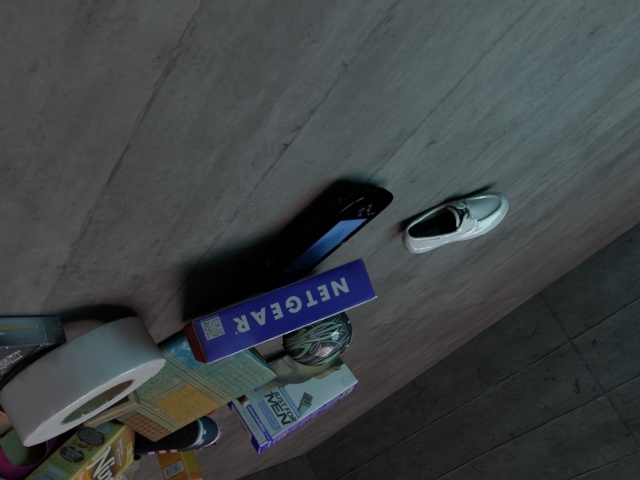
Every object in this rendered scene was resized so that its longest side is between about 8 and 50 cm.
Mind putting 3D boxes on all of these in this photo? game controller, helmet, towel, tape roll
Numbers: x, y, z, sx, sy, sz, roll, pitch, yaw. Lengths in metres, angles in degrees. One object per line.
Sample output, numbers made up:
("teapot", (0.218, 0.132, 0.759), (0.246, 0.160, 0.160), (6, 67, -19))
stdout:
("game controller", (0.000, 0.000, 1.232), (0.319, 0.067, 0.167), (-40, 154, 30))
("helmet", (-0.010, 0.236, 1.597), (0.170, 0.169, 0.161), (-18, 172, -20))
("towel", (-0.324, 0.333, 1.500), (0.370, 0.040, 0.271), (-30, 131, 9))
("tape roll", (-0.434, 0.259, 1.183), (0.286, 0.100, 0.286), (-34, 170, -7))

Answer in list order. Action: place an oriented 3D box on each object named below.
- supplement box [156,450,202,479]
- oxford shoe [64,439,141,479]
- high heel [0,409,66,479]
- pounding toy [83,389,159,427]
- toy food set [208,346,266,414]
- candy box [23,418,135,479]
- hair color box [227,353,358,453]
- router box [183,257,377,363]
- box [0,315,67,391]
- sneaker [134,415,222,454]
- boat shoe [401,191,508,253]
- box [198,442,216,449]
("supplement box", (-0.413, 0.574, 1.782), (0.080, 0.233, 0.078), (-27, 157, 8))
("oxford shoe", (-0.640, 0.589, 1.727), (0.130, 0.169, 0.449), (-65, 153, -15))
("high heel", (-0.641, 0.428, 1.365), (0.181, 0.127, 0.377), (-29, 157, 13))
("pounding toy", (-0.439, 0.328, 1.364), (0.141, 0.130, 0.100), (-22, 163, -12))
("toy food set", (-0.236, 0.388, 1.655), (0.232, 0.104, 0.111), (-37, 152, -20))
("candy box", (-0.573, 0.555, 1.508), (0.316, 0.088, 0.182), (-44, 153, -54))
("hair color box", (-0.084, 0.438, 1.847), (0.339, 0.185, 0.110), (-28, 158, -24))
("router box", (-0.093, 0.144, 1.268), (0.336, 0.082, 0.301), (-19, 176, -18))
("box", (-0.570, 0.209, 1.072), (0.231, 0.056, 0.183), (-40, 155, 28))
("sneaker", (-0.407, 0.519, 1.707), (0.319, 0.112, 0.131), (-7, 161, 32))
("boat shoe", (0.307, -0.045, 1.430), (0.258, 0.095, 0.084), (-27, 161, -3))
("box", (-0.415, 0.703, 2.262), (0.018, 0.067, 0.083), (-39, 155, 23))
